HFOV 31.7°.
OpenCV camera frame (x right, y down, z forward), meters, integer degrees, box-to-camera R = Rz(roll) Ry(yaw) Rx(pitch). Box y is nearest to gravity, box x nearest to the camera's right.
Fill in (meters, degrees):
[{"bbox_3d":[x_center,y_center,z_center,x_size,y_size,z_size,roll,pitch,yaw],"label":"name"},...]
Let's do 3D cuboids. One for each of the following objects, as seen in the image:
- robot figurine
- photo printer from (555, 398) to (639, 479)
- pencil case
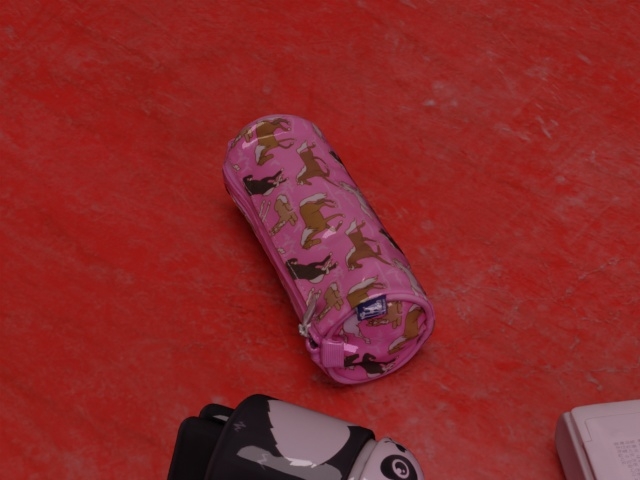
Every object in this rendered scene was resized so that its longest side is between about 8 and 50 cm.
[{"bbox_3d":[-0.023,0.266,1.224,0.278,0.173,0.209,17,49,15],"label":"robot figurine"},{"bbox_3d":[0.443,0.288,1.253,0.308,0.107,0.256,-6,48,-7],"label":"photo printer"},{"bbox_3d":[0.000,0.000,1.483,0.160,0.167,0.386,-39,50,12],"label":"pencil case"}]
